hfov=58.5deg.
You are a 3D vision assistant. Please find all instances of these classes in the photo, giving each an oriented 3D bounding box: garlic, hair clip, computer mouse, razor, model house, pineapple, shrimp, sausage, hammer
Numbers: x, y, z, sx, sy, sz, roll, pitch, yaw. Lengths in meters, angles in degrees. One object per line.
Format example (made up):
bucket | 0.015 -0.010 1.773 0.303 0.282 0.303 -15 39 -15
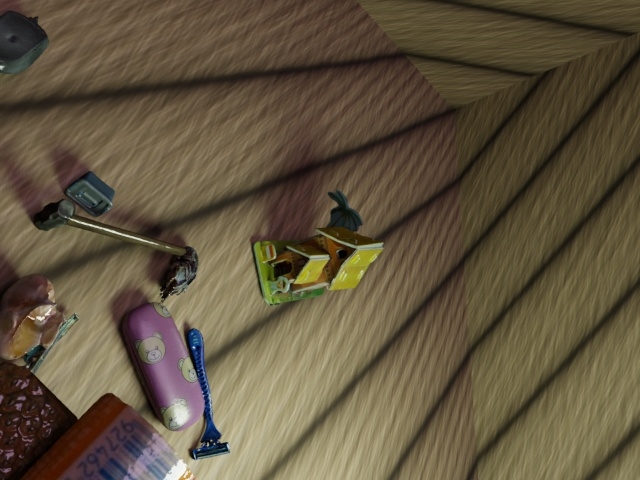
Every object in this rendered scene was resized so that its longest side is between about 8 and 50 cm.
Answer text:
garlic | -0.590 0.153 1.141 0.123 0.099 0.175 19 56 2
hair clip | -0.571 0.212 1.192 0.049 0.049 0.173 54 34 -23
computer mouse | -0.696 -0.438 1.279 0.113 0.068 0.229 36 37 -23
razor | -0.303 0.389 1.474 0.056 0.093 0.325 94 -15 -76
model house | 0.000 0.000 1.797 0.300 0.323 0.341 -1 77 -54
pineapple | -0.604 0.388 0.981 0.362 0.201 0.202 -50 117 -33
shrimp | -0.365 0.096 1.469 0.233 0.090 0.079 -73 153 -57
sausage | -0.386 0.439 0.959 0.287 0.233 0.233 -49 117 -31
hammer | -0.475 -0.013 1.352 0.365 0.111 0.044 22 59 -47

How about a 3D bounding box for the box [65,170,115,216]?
box | -0.539 -0.113 1.350 0.099 0.074 0.054 46 29 -32

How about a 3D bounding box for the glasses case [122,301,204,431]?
glasses case | -0.376 0.304 1.380 0.123 0.075 0.317 -25 95 -48
